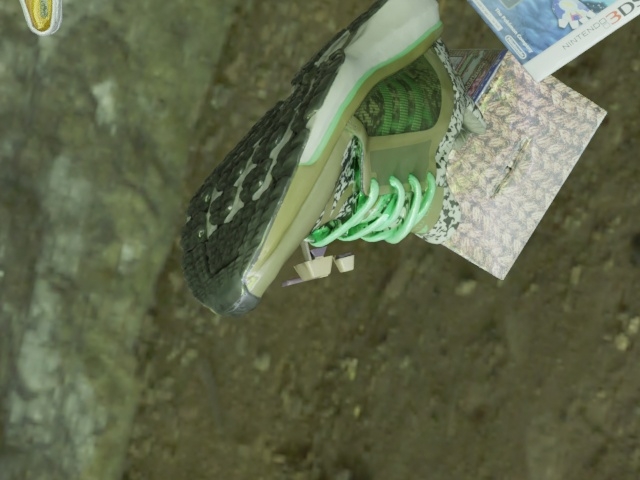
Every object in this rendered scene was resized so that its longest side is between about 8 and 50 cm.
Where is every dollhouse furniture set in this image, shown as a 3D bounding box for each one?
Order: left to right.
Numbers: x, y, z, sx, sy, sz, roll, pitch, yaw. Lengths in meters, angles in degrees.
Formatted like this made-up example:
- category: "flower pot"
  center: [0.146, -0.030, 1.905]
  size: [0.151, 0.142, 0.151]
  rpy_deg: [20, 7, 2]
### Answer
- category: "dollhouse furniture set"
  center: [0.000, 0.000, 1.324]
  size: [0.114, 0.091, 0.081]
  rpy_deg: [156, 100, -75]

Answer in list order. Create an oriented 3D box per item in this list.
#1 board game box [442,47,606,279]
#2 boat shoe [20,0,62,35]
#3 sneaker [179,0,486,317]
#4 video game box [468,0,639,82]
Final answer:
- category: "board game box"
  center: [0.192, -0.107, 1.458]
  size: [0.232, 0.141, 0.291]
  rpy_deg: [-59, 11, 4]
- category: "boat shoe"
  center: [-0.196, -0.190, 0.798]
  size: [0.035, 0.035, 0.100]
  rpy_deg: [-119, 26, -72]
- category: "sneaker"
  center: [0.044, -0.057, 0.911]
  size: [0.158, 0.182, 0.410]
  rpy_deg: [-35, 14, 42]
- category: "video game box"
  center: [0.209, -0.273, 1.060]
  size: [0.187, 0.205, 0.048]
  rpy_deg: [-35, 13, 38]
